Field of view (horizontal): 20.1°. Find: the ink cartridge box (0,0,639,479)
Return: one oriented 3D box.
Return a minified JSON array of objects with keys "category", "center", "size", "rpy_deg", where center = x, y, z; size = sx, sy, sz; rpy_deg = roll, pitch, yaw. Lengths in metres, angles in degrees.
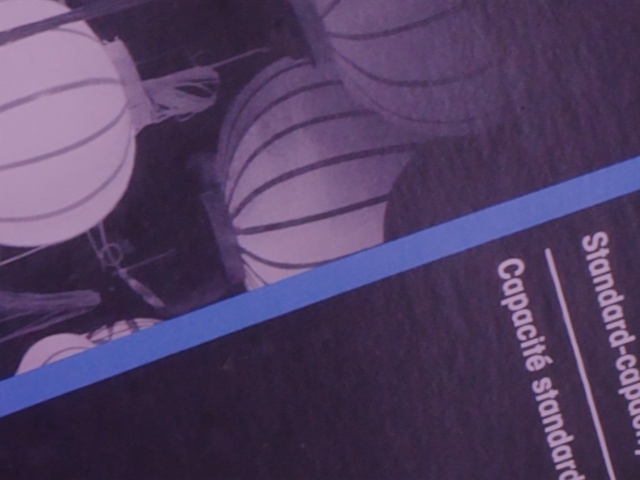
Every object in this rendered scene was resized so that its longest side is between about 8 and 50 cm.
[{"category":"ink cartridge box","center":[0.000,0.000,0.357],"size":[0.333,0.065,0.165],"rpy_deg":[-21,100,-14]}]
